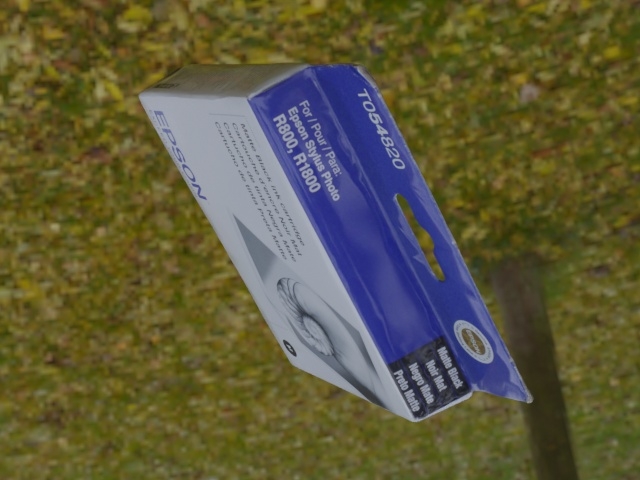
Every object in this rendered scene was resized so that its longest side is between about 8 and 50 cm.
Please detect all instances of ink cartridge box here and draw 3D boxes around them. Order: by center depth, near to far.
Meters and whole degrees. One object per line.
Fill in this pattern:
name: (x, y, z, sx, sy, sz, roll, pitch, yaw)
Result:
ink cartridge box: (0.000, 0.000, 0.764, 0.045, 0.223, 0.224, -36, -159, -21)
